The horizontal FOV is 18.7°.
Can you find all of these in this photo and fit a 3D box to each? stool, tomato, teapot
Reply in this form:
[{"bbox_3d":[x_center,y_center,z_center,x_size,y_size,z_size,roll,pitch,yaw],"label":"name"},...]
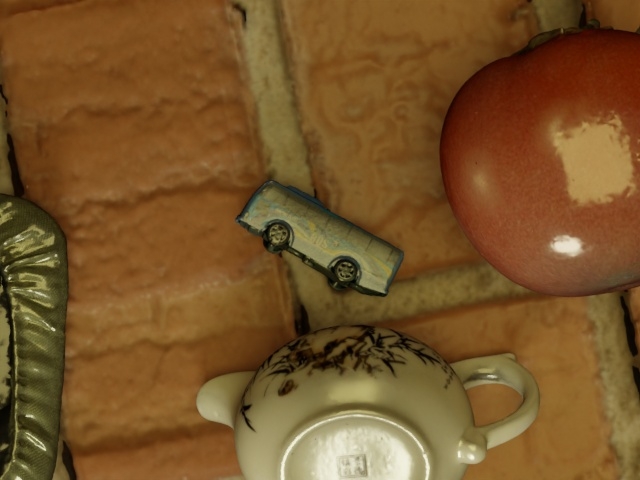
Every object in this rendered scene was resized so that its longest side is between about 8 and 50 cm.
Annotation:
[{"bbox_3d":[-0.387,0.109,1.680,0.310,0.226,0.310,3,95,1],"label":"stool"},{"bbox_3d":[0.230,-0.068,1.649,0.255,0.256,0.224,-13,78,2],"label":"tomato"},{"bbox_3d":[0.048,0.163,1.725,0.299,0.166,0.208,-8,111,-8],"label":"teapot"}]

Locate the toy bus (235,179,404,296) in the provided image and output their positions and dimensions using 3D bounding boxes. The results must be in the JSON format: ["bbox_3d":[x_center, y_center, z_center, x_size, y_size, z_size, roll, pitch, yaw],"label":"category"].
[{"bbox_3d":[0.000,0.000,1.755,0.153,0.051,0.061,30,81,-1],"label":"toy bus"}]
